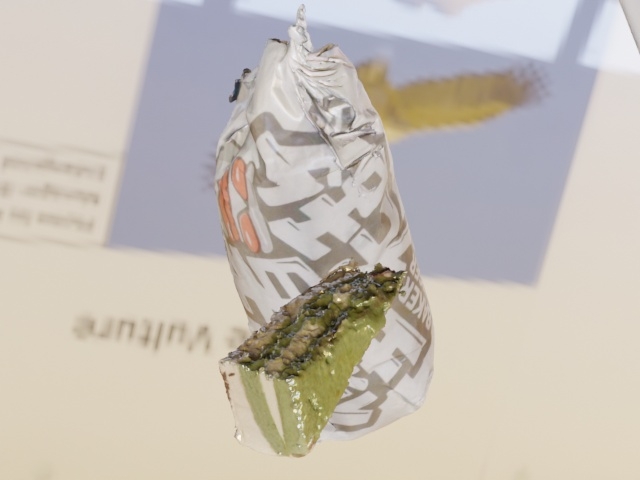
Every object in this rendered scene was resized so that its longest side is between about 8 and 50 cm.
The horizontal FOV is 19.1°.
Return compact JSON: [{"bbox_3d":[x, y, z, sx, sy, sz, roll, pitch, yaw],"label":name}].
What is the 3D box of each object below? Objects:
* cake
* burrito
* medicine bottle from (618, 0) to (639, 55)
[{"bbox_3d":[-0.002,0.046,0.990,0.051,0.055,0.140,4,-137,31],"label":"cake"},{"bbox_3d":[0.000,0.000,1.369,0.139,0.445,0.101,-29,-128,-10],"label":"burrito"},{"bbox_3d":[0.216,-0.207,0.968,0.179,0.324,0.124,-22,165,13],"label":"medicine bottle"}]
